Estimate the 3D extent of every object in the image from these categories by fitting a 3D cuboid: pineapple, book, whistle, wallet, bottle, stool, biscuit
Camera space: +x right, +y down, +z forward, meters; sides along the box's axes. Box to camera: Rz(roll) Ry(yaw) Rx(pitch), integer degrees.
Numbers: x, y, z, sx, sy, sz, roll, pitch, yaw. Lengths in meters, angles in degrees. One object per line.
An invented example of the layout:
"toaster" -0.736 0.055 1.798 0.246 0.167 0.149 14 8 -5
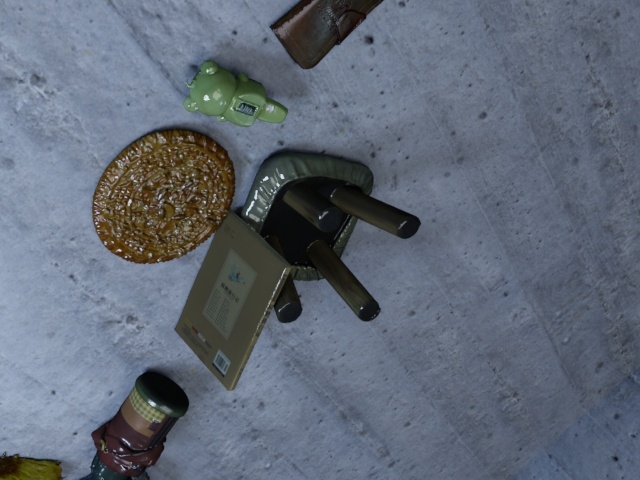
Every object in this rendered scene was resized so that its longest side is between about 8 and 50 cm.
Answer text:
"pineapple" -0.694 0.548 2.043 0.334 0.161 0.158 21 111 -46
"book" -0.187 0.122 2.028 0.021 0.217 0.310 1 123 -47
"whistle" -0.155 -0.265 1.842 0.227 0.085 0.105 13 115 -40
"wallet" 0.032 -0.443 1.874 0.255 0.031 0.137 -43 136 0
"bottle" -0.412 0.426 2.162 0.156 0.143 0.271 33 104 -11
"stool" 0.000 0.000 2.061 0.310 0.226 0.310 4 118 -38
"biscuit" -0.298 -0.079 1.918 0.305 0.038 0.305 -19 132 -23

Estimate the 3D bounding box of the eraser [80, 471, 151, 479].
"eraser" -0.536 0.629 2.261 0.332 0.101 0.155 -25 136 -16
